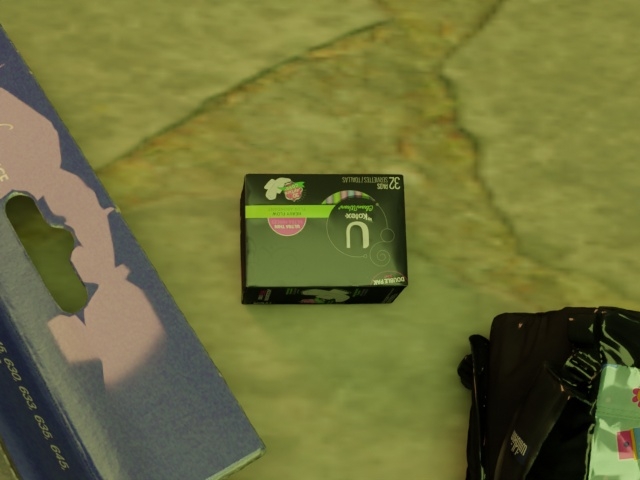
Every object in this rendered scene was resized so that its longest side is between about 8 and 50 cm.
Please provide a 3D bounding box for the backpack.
[{"bbox_3d":[0.130,0.127,0.629,0.115,0.152,0.181,6,82,-8],"label":"backpack"}]

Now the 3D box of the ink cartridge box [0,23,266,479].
[{"bbox_3d":[-0.232,0.052,0.586,0.307,0.072,0.303,-33,60,-6],"label":"ink cartridge box"}]

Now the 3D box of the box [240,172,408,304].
[{"bbox_3d":[0.000,0.000,0.687,0.083,0.052,0.062,0,77,-7],"label":"box"}]
